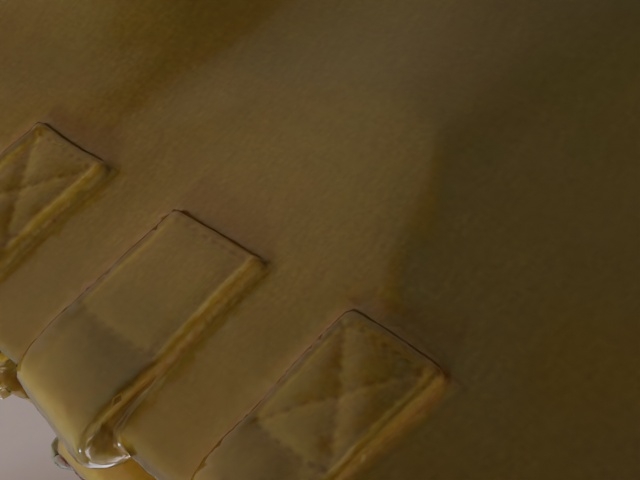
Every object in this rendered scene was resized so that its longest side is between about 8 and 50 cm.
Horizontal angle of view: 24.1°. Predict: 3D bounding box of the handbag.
[{"bbox_3d":[0.000,0.000,0.582,0.401,0.283,0.133,33,150,34],"label":"handbag"}]
